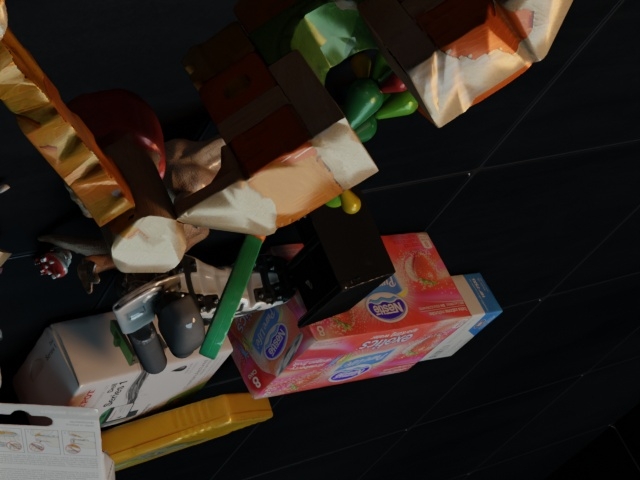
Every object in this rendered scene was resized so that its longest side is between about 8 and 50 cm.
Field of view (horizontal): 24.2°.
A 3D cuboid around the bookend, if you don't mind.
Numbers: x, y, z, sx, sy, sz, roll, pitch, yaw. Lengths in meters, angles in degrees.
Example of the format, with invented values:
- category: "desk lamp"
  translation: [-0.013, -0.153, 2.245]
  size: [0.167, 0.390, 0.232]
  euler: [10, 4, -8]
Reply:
- category: "bookend"
  translation: [0.000, 0.000, 1.722]
  size: [0.072, 0.157, 0.156]
  euler: [-18, 169, -25]

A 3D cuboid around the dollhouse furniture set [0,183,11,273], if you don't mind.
- category: "dollhouse furniture set"
  translation: [-0.332, -0.022, 1.438]
  size: [0.114, 0.091, 0.081]
  euler: [156, -45, -86]

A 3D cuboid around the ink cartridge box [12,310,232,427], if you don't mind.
- category: "ink cartridge box"
  translation: [-0.244, 0.155, 1.826]
  size: [0.219, 0.093, 0.160]
  euler: [-12, 154, -36]

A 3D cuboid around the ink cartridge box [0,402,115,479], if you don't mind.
- category: "ink cartridge box"
  translation: [-0.347, 0.261, 1.797]
  size: [0.189, 0.066, 0.232]
  euler: [2, 126, 0]

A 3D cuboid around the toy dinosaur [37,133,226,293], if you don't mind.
- category: "toy dinosaur"
  translation: [-0.138, -0.035, 1.495]
  size: [0.295, 0.127, 0.200]
  euler: [-33, 166, 29]

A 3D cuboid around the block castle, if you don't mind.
- category: "block castle"
  translation: [-0.037, -0.215, 1.013]
  size: [0.453, 0.213, 0.303]
  euler: [-33, 129, 2]

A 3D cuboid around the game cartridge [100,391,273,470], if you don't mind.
- category: "game cartridge"
  translation: [-0.239, 0.272, 2.001]
  size: [0.323, 0.053, 0.285]
  euler: [-17, 172, 8]

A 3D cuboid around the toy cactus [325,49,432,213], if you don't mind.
- category: "toy cactus"
  translation: [0.035, -0.099, 1.521]
  size: [0.180, 0.112, 0.219]
  euler: [-46, 174, -50]

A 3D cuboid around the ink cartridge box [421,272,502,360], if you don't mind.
- category: "ink cartridge box"
  translation: [0.146, 0.122, 2.238]
  size: [0.231, 0.078, 0.134]
  euler: [-4, 148, -46]

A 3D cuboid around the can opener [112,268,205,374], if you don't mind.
- category: "can opener"
  translation: [-0.167, 0.097, 1.563]
  size: [0.074, 0.093, 0.280]
  euler: [-27, 169, -10]

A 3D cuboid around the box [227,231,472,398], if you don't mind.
- category: "box"
  translation: [0.029, 0.095, 1.950]
  size: [0.300, 0.142, 0.154]
  euler: [-5, 150, -45]

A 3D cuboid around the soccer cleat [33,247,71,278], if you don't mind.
- category: "soccer cleat"
  translation: [-0.272, 0.021, 1.548]
  size: [0.035, 0.029, 0.083]
  euler: [-31, -169, -21]

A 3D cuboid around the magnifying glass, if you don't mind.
- category: "magnifying glass"
  translation: [-0.081, 0.020, 1.597]
  size: [0.092, 0.026, 0.231]
  euler: [121, -8, -67]

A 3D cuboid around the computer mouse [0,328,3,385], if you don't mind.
- category: "computer mouse"
  translation: [-0.398, 0.150, 1.699]
  size: [0.106, 0.042, 0.193]
  euler: [-25, 158, -11]

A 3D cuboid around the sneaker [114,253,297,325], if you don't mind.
- category: "sneaker"
  translation: [-0.146, 0.064, 1.755]
  size: [0.234, 0.078, 0.106]
  euler: [-1, 161, -36]
